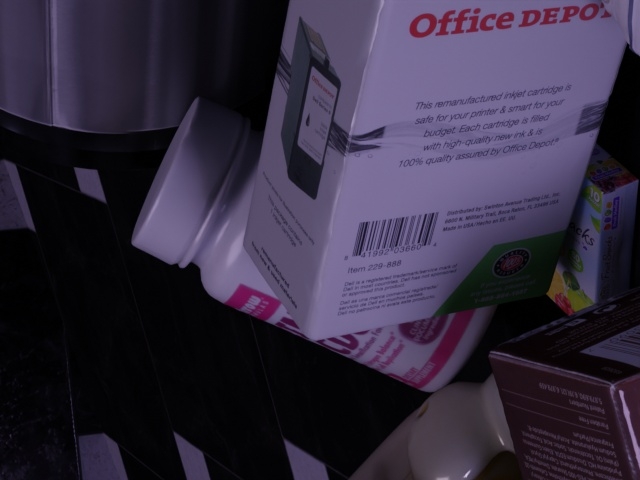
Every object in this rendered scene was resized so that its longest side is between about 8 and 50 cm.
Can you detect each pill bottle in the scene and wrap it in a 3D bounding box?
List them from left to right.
[{"bbox_3d":[0.000,0.000,1.511,0.160,0.283,0.160,-156,90,-82],"label":"pill bottle"}]

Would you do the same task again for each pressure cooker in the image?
[{"bbox_3d":[-0.183,-0.268,1.602,0.420,0.375,0.370,98,151,-47],"label":"pressure cooker"}]

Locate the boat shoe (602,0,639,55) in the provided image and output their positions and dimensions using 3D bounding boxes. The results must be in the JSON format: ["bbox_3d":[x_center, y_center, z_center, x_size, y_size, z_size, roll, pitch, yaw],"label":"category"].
[{"bbox_3d":[0.205,-0.216,1.099,0.084,0.095,0.258,49,150,34],"label":"boat shoe"}]

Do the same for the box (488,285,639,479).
[{"bbox_3d":[0.243,0.147,1.238,0.167,0.168,0.203,10,118,66],"label":"box"}]

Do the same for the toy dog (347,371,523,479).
[{"bbox_3d":[0.037,0.290,1.473,0.284,0.408,0.395,55,178,-29],"label":"toy dog"}]

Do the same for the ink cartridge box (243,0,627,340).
[{"bbox_3d":[0.082,-0.090,1.290,0.121,0.211,0.289,53,142,42],"label":"ink cartridge box"}]

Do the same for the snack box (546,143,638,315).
[{"bbox_3d":[0.194,-0.011,1.396,0.100,0.037,0.141,47,149,43],"label":"snack box"}]
